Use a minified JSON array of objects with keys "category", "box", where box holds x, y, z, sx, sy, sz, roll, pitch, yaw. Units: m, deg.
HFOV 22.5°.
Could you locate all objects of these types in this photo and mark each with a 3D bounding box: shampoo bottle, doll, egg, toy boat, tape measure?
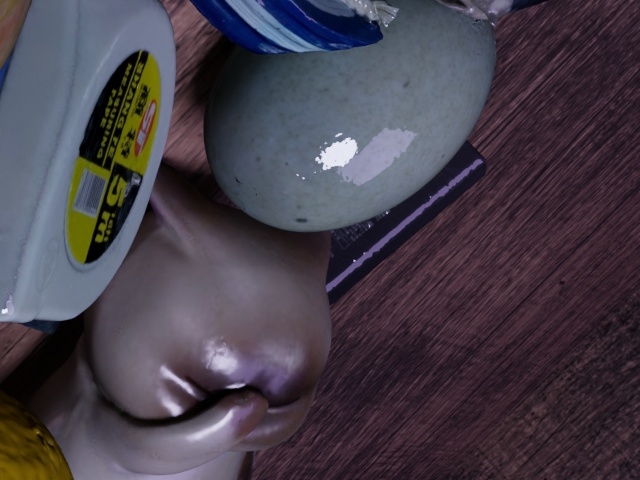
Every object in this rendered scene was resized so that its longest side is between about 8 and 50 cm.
[{"category":"shampoo bottle","box":[-0.001,0.000,1.428,0.309,0.098,0.071,-40,164,-6]},{"category":"doll","box":[-0.128,0.140,1.285,0.215,0.226,0.370,15,122,-33]},{"category":"egg","box":[0.023,-0.106,1.154,0.236,0.169,0.169,-44,161,-15]},{"category":"toy boat","box":[0.043,-0.212,0.957,0.291,0.067,0.220,-24,141,25]},{"category":"tape measure","box":[-0.140,-0.122,0.918,0.215,0.098,0.351,26,82,-80]}]

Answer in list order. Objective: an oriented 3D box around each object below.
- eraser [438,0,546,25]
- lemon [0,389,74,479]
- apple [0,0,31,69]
[{"category":"eraser","box":[0.174,-0.255,1.148,0.332,0.155,0.101,-23,151,-42]},{"category":"lemon","box":[-0.295,0.220,1.099,0.293,0.293,0.293,-36,159,-16]},{"category":"apple","box":[-0.221,-0.139,0.557,0.234,0.256,0.257,-11,151,-12]}]
